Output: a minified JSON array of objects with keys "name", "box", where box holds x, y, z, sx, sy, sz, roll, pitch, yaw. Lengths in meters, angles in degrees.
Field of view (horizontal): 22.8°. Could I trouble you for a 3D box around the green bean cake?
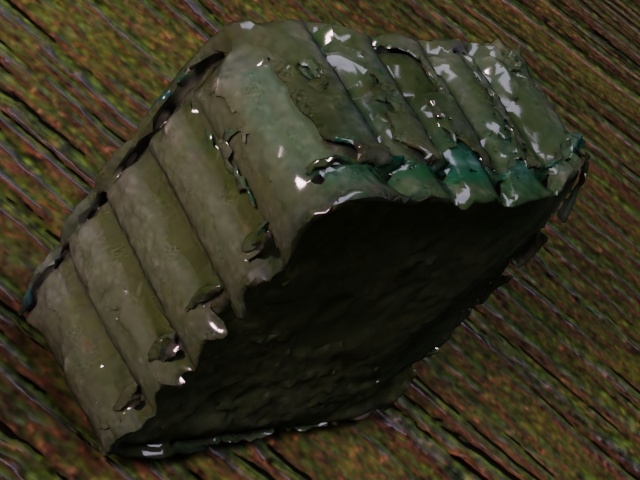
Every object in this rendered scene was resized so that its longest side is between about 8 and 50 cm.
[{"name":"green bean cake","box":[0.000,0.000,0.861,0.255,0.241,0.132,-5,52,-46]}]
